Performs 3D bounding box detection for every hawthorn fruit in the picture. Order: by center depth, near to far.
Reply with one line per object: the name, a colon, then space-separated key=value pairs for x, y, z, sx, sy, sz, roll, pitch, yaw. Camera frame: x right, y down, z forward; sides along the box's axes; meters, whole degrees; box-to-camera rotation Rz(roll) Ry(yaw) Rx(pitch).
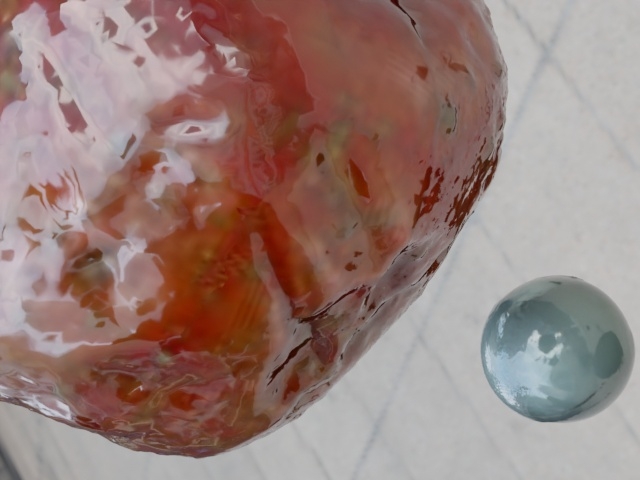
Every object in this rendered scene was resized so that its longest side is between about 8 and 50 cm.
hawthorn fruit: x=-0.055 y=-0.043 z=0.673 sx=0.262 sy=0.258 sz=0.258 roll=-14 pitch=107 yaw=25

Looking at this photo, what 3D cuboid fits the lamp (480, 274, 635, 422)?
lamp: x=0.163 y=0.075 z=1.140 sx=0.105 sy=0.105 sz=0.105 roll=50 pitch=156 yaw=32
